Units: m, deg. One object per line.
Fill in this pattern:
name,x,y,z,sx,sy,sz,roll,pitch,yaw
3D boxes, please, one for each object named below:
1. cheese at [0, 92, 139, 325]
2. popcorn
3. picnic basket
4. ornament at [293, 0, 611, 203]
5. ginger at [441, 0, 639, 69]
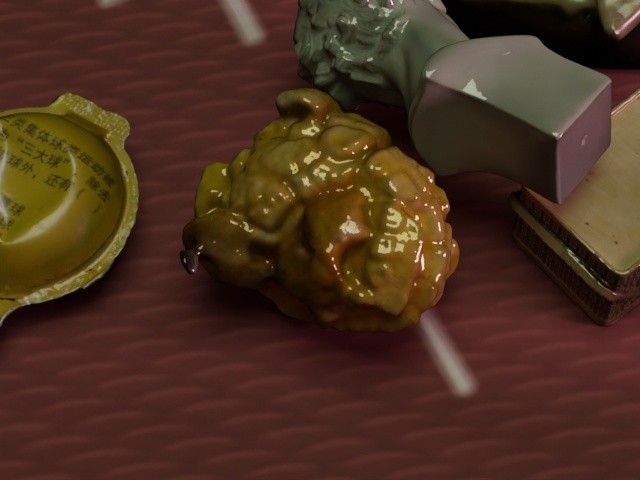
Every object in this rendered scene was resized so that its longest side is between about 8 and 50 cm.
cheese,-0.239,-0.001,1.284,0.177,0.069,0.270,26,65,17
popcorn,0.006,-0.017,1.257,0.194,0.140,0.163,9,66,18
picnic basket,0.230,-0.028,1.288,0.164,0.079,0.115,-34,65,-18
ornament,0.085,-0.122,1.269,0.120,0.130,0.285,-34,39,-21
ginger,0.277,-0.327,1.405,0.413,0.211,0.358,-6,56,-3
